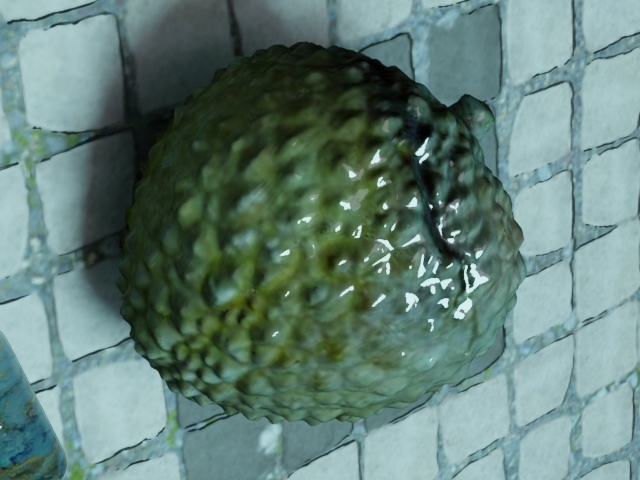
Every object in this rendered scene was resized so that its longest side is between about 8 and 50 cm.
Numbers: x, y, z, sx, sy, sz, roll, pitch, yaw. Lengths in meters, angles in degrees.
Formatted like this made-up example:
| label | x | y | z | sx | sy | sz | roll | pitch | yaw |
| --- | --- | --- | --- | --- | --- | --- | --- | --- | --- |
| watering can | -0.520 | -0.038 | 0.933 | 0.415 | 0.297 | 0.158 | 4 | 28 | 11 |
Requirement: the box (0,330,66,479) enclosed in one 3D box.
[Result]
| label | x | y | z | sx | sy | sz | roll | pitch | yaw |
| --- | --- | --- | --- | --- | --- | --- | --- | --- | --- |
| box | -0.297 | 0.176 | 0.958 | 0.285 | 0.044 | 0.142 | -35 | 124 | -23 |

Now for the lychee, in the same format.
| label | x | y | z | sx | sy | sz | roll | pitch | yaw |
| --- | --- | --- | --- | --- | --- | --- | --- | --- | --- |
| lychee | 0.000 | 0.000 | 0.987 | 0.274 | 0.255 | 0.255 | -37 | 130 | -2 |
